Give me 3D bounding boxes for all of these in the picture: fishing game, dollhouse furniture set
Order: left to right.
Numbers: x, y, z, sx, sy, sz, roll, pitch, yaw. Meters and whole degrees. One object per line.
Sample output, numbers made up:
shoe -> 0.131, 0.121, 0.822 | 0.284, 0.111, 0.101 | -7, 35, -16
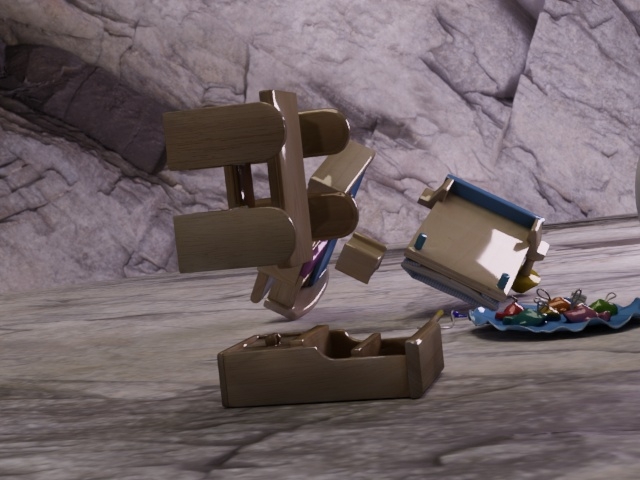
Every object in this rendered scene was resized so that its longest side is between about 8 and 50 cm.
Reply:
dollhouse furniture set -> 0.000, 0.000, 0.906 | 0.161, 0.242, 0.212 | -5, 3, 15
dollhouse furniture set -> 0.099, 0.058, 1.378 | 0.303, 0.198, 0.286 | 24, 32, 7
fishing game -> 0.238, 0.065, 1.135 | 0.264, 0.041, 0.189 | -3, 3, 16

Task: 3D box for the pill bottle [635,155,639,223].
pill bottle -> 0.511, -0.059, 1.178 | 0.334, 0.187, 0.188 | -5, 3, 41
